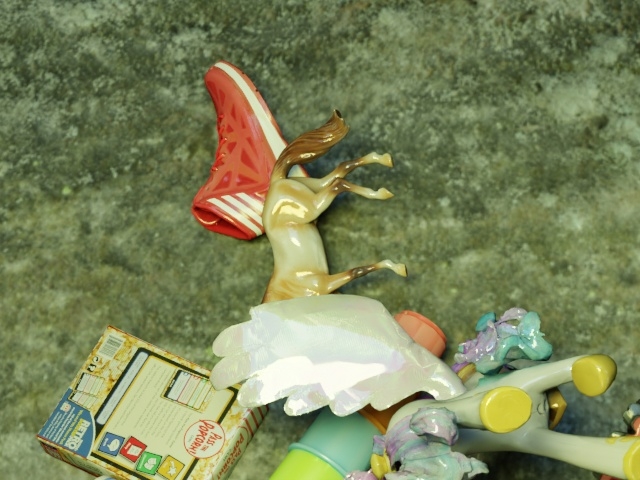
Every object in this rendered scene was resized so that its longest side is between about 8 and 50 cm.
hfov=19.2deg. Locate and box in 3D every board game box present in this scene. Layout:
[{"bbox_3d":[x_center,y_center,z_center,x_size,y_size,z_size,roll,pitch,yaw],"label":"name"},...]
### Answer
[{"bbox_3d":[-0.173,0.189,1.956,0.193,0.045,0.147,22,66,22],"label":"board game box"}]

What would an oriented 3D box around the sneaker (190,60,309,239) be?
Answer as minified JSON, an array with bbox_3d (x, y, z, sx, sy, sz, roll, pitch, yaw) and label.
[{"bbox_3d":[-0.105,-0.096,2.089,0.128,0.087,0.221,-29,58,-8],"label":"sneaker"}]

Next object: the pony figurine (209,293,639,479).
[{"bbox_3d":[0.108,0.181,1.732,0.351,0.363,0.303,-15,95,-13],"label":"pony figurine"}]

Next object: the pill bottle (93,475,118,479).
[{"bbox_3d":[-0.173,0.293,1.875,0.137,0.078,0.078,22,66,21],"label":"pill bottle"}]

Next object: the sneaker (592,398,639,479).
[{"bbox_3d":[0.309,0.256,1.770,0.135,0.097,0.276,24,88,12],"label":"sneaker"}]

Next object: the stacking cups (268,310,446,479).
[{"bbox_3d":[0.016,0.208,1.893,0.096,0.096,0.316,25,62,23],"label":"stacking cups"}]

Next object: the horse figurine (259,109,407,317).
[{"bbox_3d":[0.000,0.000,1.993,0.174,0.066,0.263,-8,87,9],"label":"horse figurine"}]
